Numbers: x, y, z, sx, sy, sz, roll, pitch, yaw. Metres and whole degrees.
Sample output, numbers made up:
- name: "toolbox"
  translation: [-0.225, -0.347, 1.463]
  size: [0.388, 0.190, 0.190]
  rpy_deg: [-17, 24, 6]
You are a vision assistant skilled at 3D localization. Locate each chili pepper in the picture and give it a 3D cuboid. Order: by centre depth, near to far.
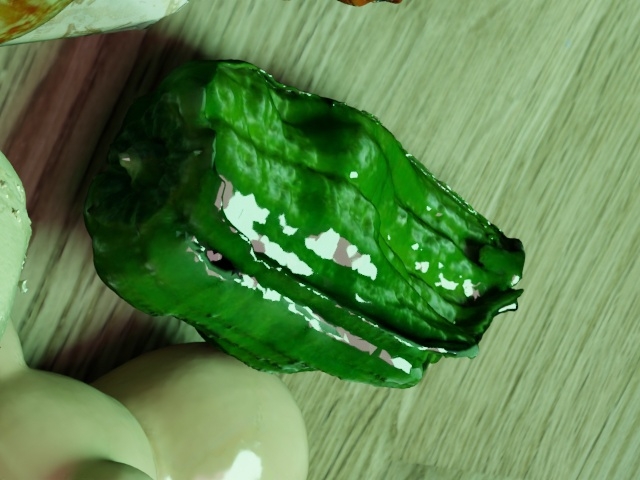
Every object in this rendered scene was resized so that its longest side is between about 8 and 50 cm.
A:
- name: "chili pepper"
  translation: [-0.007, 0.008, 1.289]
  size: [0.385, 0.213, 0.167]
  rpy_deg: [22, 144, -39]

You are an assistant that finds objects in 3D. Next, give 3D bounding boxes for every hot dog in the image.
- name: "hot dog"
  translation: [-0.159, -0.175, 1.143]
  size: [0.191, 0.059, 0.108]
  rpy_deg: [-15, 137, -34]

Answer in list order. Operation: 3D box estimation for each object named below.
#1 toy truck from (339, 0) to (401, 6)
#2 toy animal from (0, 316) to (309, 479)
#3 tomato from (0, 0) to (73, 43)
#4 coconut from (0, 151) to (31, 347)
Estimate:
- name: "toy truck"
  translation: [-0.028, -0.248, 1.159]
  size: [0.114, 0.107, 0.253]
  rpy_deg: [-42, 133, -16]
- name: "toy animal"
  translation: [-0.156, 0.173, 1.258]
  size: [0.326, 0.237, 0.269]
  rpy_deg: [-29, 147, -23]
- name: "tomato"
  translation: [-0.234, -0.228, 0.932]
  size: [0.222, 0.270, 0.270]
  rpy_deg: [-13, 135, 20]
- name: "coconut"
  translation: [-0.302, -0.006, 1.017]
  size: [0.245, 0.245, 0.247]
  rpy_deg: [-42, 141, -9]
